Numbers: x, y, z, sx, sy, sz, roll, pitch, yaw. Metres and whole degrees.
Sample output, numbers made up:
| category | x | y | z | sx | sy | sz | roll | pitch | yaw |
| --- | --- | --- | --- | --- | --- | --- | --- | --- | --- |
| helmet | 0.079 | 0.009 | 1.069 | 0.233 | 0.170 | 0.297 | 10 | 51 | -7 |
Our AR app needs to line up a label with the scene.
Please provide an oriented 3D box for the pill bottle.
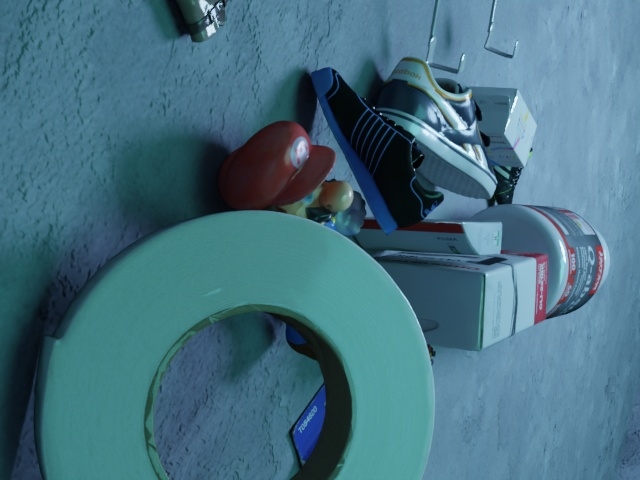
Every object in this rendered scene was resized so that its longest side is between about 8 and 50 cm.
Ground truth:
| category | x | y | z | sx | sy | sz | roll | pitch | yaw |
| --- | --- | --- | --- | --- | --- | --- | --- | --- | --- |
| pill bottle | 0.398 | 0.040 | 1.729 | 0.363 | 0.210 | 0.210 | -2 | 98 | -58 |

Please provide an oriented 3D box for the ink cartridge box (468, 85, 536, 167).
| category | x | y | z | sx | sy | sz | roll | pitch | yaw |
| --- | --- | --- | --- | --- | --- | --- | --- | --- | --- |
| ink cartridge box | 0.303 | -0.200 | 1.636 | 0.143 | 0.092 | 0.090 | 41 | 63 | -53 |

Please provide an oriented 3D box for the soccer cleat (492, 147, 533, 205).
| category | x | y | z | sx | sy | sz | roll | pitch | yaw |
| --- | --- | --- | --- | --- | --- | --- | --- | --- | --- |
| soccer cleat | 0.353 | -0.141 | 1.748 | 0.060 | 0.072 | 0.179 | -28 | 120 | -53 |

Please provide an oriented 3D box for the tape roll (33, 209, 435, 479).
| category | x | y | z | sx | sy | sz | roll | pitch | yaw |
| --- | --- | --- | --- | --- | --- | --- | --- | --- | --- |
| tape roll | -0.074 | 0.163 | 0.908 | 0.392 | 0.072 | 0.392 | 0 | 89 | -23 |

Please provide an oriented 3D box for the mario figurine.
| category | x | y | z | sx | sy | sz | roll | pitch | yaw |
| --- | --- | --- | --- | --- | --- | --- | --- | --- | --- |
| mario figurine | 0.000 | 0.000 | 1.091 | 0.170 | 0.198 | 0.320 | -25 | 135 | -8 |

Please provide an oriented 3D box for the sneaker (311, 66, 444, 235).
| category | x | y | z | sx | sy | sz | roll | pitch | yaw |
| --- | --- | --- | --- | --- | --- | --- | --- | --- | --- |
| sneaker | 0.070 | -0.124 | 1.180 | 0.232 | 0.090 | 0.081 | 64 | 5 | 9 |

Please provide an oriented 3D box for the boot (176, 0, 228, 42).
| category | x | y | z | sx | sy | sz | roll | pitch | yaw |
| --- | --- | --- | --- | --- | --- | --- | --- | --- | --- |
| boot | -0.132 | -0.245 | 0.963 | 0.118 | 0.042 | 0.087 | -39 | 131 | -48 |

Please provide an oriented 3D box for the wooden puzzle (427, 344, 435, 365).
| category | x | y | z | sx | sy | sz | roll | pitch | yaw |
| --- | --- | --- | --- | --- | --- | --- | --- | --- | --- |
| wooden puzzle | 0.173 | 0.195 | 1.589 | 0.083 | 0.006 | 0.049 | 47 | 57 | -52 |

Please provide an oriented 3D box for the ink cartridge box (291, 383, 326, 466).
| category | x | y | z | sx | sy | sz | roll | pitch | yaw |
| --- | --- | --- | --- | --- | --- | --- | --- | --- | --- |
| ink cartridge box | 0.053 | 0.286 | 1.373 | 0.223 | 0.045 | 0.224 | -50 | 136 | -41 |

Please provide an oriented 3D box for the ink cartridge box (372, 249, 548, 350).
| category | x | y | z | sx | sy | sz | roll | pitch | yaw |
| --- | --- | --- | --- | --- | --- | --- | --- | --- | --- |
| ink cartridge box | 0.207 | 0.079 | 1.437 | 0.273 | 0.197 | 0.114 | -11 | 104 | -58 |

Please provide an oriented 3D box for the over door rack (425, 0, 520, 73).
| category | x | y | z | sx | sy | sz | roll | pitch | yaw |
| --- | --- | --- | --- | --- | --- | --- | --- | --- | --- |
| over door rack | 0.210 | -0.424 | 1.419 | 0.239 | 0.108 | 0.324 | -27 | 119 | -53 |

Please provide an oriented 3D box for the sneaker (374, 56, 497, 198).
| category | x | y | z | sx | sy | sz | roll | pitch | yaw |
| --- | --- | --- | --- | --- | --- | --- | --- | --- | --- |
| sneaker | 0.193 | -0.164 | 1.431 | 0.321 | 0.126 | 0.127 | 32 | 75 | -55 |

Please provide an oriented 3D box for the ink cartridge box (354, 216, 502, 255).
| category | x | y | z | sx | sy | sz | roll | pitch | yaw |
| --- | --- | --- | --- | --- | --- | --- | --- | --- | --- |
| ink cartridge box | 0.126 | -0.006 | 1.303 | 0.224 | 0.181 | 0.056 | -4 | 96 | -58 |
